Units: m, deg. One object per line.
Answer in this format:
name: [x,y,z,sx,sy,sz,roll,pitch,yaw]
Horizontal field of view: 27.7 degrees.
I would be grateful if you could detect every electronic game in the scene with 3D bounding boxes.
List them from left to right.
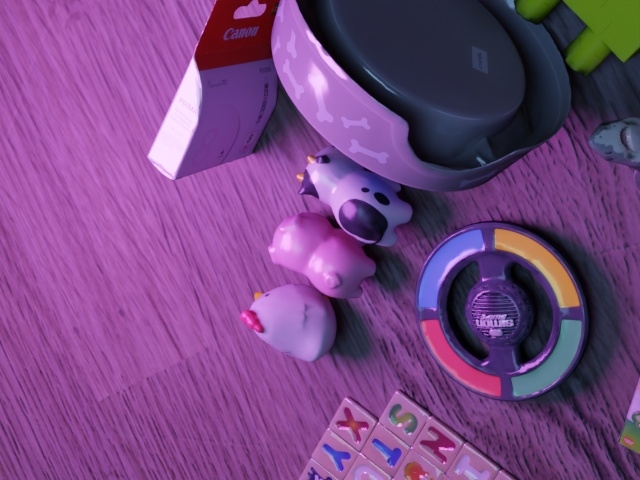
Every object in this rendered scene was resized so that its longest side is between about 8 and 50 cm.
electronic game: [0.221,0.088,1.598,0.229,0.048,0.229,8,107,28]

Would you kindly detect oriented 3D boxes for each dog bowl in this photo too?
dog bowl: [0.103,-0.201,1.431,0.349,0.349,0.102,48,134,11]

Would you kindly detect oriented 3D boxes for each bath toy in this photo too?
bath toy: [0.000,0.000,1.657,0.348,0.129,0.151,-63,36,26]

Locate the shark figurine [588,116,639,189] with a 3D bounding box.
shark figurine: [0.402,-0.045,1.449,0.278,0.166,0.116,51,149,-11]

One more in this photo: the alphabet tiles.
alphabet tiles: [0.131,0.375,1.747,0.342,0.011,0.285,36,118,17]

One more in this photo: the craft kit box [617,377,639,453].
craft kit box: [0.469,0.198,1.417,0.250,0.061,0.246,28,141,21]

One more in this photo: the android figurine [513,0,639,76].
android figurine: [0.337,-0.314,1.410,0.248,0.056,0.273,47,127,10]

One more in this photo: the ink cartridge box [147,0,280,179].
ink cartridge box: [-0.107,-0.197,1.630,0.066,0.189,0.232,40,118,15]
